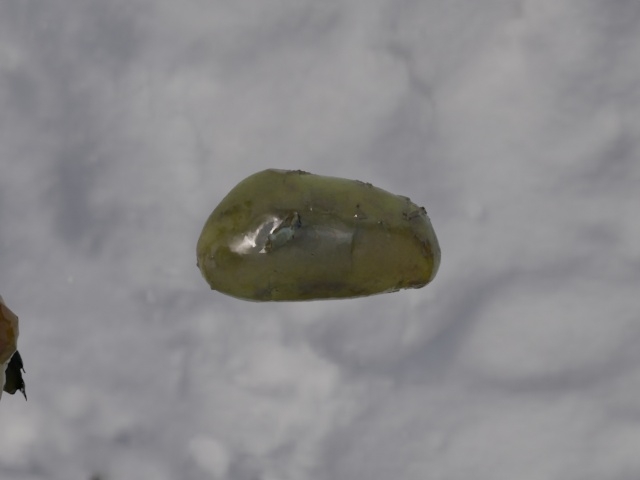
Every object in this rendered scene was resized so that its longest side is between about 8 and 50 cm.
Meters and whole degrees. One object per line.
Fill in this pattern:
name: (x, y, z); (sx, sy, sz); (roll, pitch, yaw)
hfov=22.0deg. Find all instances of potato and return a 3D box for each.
potato: (0.000, 0.000, 1.263); (0.188, 0.105, 0.085); (6, 180, -1)

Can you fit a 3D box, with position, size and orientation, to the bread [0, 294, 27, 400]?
bread: (-0.319, 0.068, 0.963); (0.279, 0.225, 0.250); (31, 94, -6)
